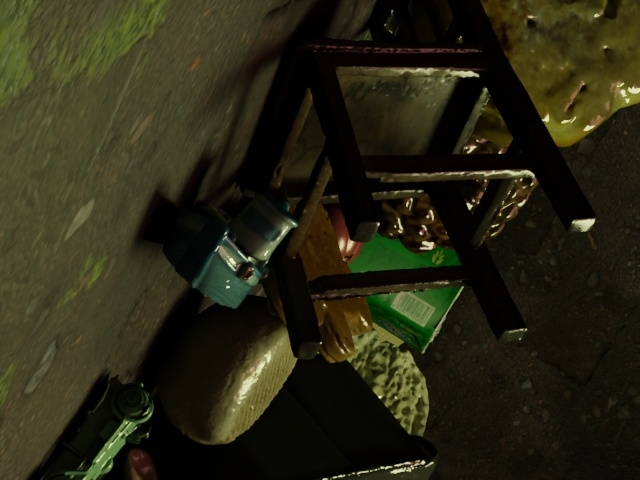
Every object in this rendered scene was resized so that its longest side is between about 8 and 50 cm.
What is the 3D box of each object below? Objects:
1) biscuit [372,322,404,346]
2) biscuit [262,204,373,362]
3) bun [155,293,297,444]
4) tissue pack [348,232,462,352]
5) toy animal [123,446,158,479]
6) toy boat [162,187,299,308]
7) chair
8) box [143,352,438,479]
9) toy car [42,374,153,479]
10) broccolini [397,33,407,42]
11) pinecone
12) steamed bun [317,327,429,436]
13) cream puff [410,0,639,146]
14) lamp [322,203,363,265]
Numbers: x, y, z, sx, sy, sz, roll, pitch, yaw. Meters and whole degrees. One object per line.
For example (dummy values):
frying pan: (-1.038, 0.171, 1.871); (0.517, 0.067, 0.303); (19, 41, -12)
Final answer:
biscuit: (0.047, 0.128, 2.641); (0.252, 0.052, 0.150); (0, 128, -44)
biscuit: (-0.018, 0.031, 1.777); (0.049, 0.197, 0.301); (-26, 180, 11)
bun: (-0.102, 0.126, 1.789); (0.166, 0.113, 0.173); (-35, 158, -57)
tissue pack: (0.087, 0.035, 2.340); (0.148, 0.209, 0.156); (-58, 175, -12)
toy animal: (-0.216, 0.356, 1.825); (0.165, 0.149, 0.248); (-48, -173, 31)
toy boat: (-0.075, -0.008, 1.499); (0.102, 0.088, 0.215); (-50, 176, 4)
chair: (0.046, -0.116, 1.644); (0.240, 0.416, 0.203); (-4, 141, -24)
box: (-0.073, 0.316, 2.018); (0.251, 0.204, 0.345); (-3, 131, -42)
toy car: (-0.204, 0.190, 1.577); (0.143, 0.054, 0.073); (-52, 169, -24)
broccolini: (0.099, -0.233, 2.075); (0.140, 0.030, 0.035); (-47, 158, -43)
pinecone: (0.140, -0.102, 2.091); (0.243, 0.243, 0.257); (-59, -166, -8)
steamed bun: (-0.008, 0.242, 2.309); (0.290, 0.272, 0.273); (-48, 168, -41)
cream puff: (0.222, -0.266, 1.912); (0.257, 0.291, 0.324); (-159, -107, -72)
lamp: (0.000, 0.000, 2.053); (0.107, 0.092, 0.107); (-23, 162, -8)
